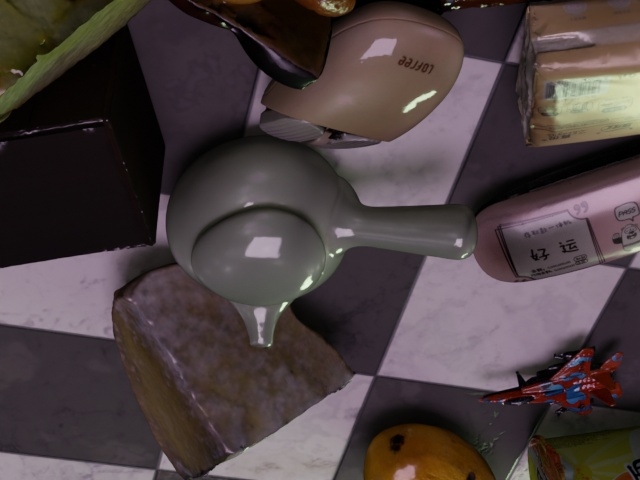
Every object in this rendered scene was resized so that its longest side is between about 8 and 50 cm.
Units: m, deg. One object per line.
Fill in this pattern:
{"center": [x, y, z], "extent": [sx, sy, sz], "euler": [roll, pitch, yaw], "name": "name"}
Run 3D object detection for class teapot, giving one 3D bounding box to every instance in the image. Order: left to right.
{"center": [-0.015, -0.025, 1.316], "extent": [0.318, 0.149, 0.220], "euler": [-27, 129, 21], "name": "teapot"}

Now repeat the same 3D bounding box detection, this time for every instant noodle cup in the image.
{"center": [0.411, 0.366, 1.635], "extent": [0.200, 0.264, 0.264], "euler": [-12, 132, -4], "name": "instant noodle cup"}

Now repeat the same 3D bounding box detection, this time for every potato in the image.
{"center": [-0.129, 0.135, 1.496], "extent": [0.264, 0.211, 0.189], "euler": [57, 153, -5], "name": "potato"}

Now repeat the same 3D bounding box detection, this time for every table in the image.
{"center": [-0.275, -0.096, 1.225], "extent": [0.193, 0.169, 0.172], "euler": [-8, 132, 6], "name": "table"}

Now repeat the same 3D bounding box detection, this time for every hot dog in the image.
{"center": [-0.077, -0.296, 1.028], "extent": [0.326, 0.194, 0.107], "euler": [33, 151, -24], "name": "hot dog"}

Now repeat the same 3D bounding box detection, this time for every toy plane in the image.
{"center": [0.300, 0.187, 1.586], "extent": [0.189, 0.061, 0.130], "euler": [-4, 133, 6], "name": "toy plane"}

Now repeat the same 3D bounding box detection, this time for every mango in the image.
{"center": [0.156, 0.336, 1.681], "extent": [0.157, 0.109, 0.262], "euler": [-32, 131, 11], "name": "mango"}

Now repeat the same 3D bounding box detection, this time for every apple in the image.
{"center": [-0.232, -0.240, 1.049], "extent": [0.179, 0.346, 0.254], "euler": [28, 146, 25], "name": "apple"}

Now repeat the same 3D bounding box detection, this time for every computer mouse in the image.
{"center": [0.039, -0.151, 1.204], "extent": [0.145, 0.082, 0.236], "euler": [12, 154, -32], "name": "computer mouse"}

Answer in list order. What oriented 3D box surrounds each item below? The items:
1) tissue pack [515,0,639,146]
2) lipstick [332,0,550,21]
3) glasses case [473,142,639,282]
{"center": [0.310, -0.174, 1.212], "extent": [0.222, 0.090, 0.186], "euler": [-9, 158, 4], "name": "tissue pack"}
{"center": [0.165, -0.257, 1.169], "extent": [0.418, 0.077, 0.077], "euler": [-5, 132, -1], "name": "lipstick"}
{"center": [0.322, -0.035, 1.376], "extent": [0.314, 0.075, 0.122], "euler": [-18, 127, 13], "name": "glasses case"}
